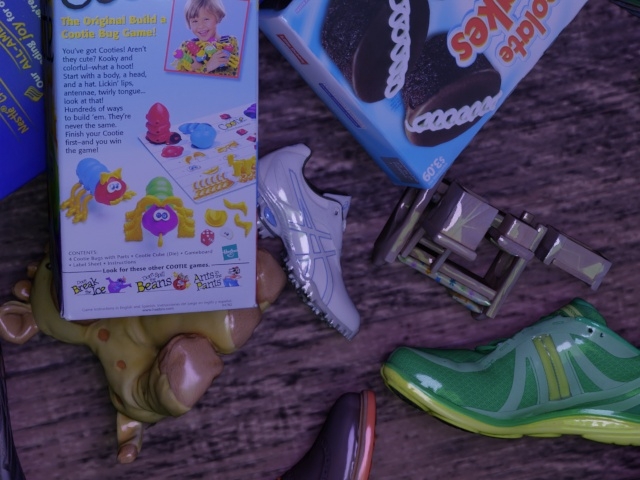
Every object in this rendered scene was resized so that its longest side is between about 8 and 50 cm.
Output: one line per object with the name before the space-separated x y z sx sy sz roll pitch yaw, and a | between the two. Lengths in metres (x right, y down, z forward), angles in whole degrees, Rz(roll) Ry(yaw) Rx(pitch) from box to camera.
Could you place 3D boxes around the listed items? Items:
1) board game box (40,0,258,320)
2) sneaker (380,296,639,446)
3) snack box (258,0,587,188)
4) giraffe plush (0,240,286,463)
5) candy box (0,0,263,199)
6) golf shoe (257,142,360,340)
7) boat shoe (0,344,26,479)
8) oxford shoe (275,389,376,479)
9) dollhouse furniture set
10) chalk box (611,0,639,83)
board game box | -0.126 -0.099 1.237 0.144 0.142 0.275 -3 110 -12
sneaker | 0.191 0.108 1.479 0.295 0.109 0.123 4 94 -16
snack box | 0.114 -0.219 1.338 0.187 0.060 0.322 47 73 -24
giraffe plush | -0.158 0.056 1.397 0.170 0.181 0.210 41 130 -5
candy box | -0.211 -0.225 1.322 0.317 0.122 0.268 -34 108 0
golf shoe | 0.000 0.000 1.438 0.086 0.069 0.176 -34 107 -5
boat shoe | -0.315 0.168 1.399 0.130 0.132 0.355 -11 104 -6
oxford shoe | -0.030 0.243 1.478 0.098 0.097 0.271 23 99 -7
dollhouse furniture set | 0.152 0.030 1.415 0.182 0.161 0.101 28 98 -13
chalk box | 0.334 -0.211 1.400 0.132 0.132 0.213 27 99 -13
